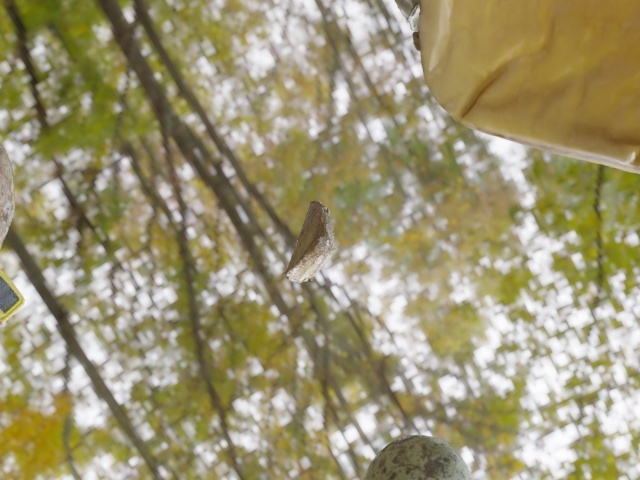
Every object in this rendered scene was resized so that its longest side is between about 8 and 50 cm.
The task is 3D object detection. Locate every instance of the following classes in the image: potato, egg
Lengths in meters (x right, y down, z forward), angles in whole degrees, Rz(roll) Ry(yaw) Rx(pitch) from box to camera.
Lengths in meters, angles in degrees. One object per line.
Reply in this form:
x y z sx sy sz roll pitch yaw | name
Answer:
0.001 0.001 1.326 0.036 0.037 0.093 -32 -151 45 | potato
0.110 0.307 1.633 0.132 0.132 0.172 -11 -121 33 | egg

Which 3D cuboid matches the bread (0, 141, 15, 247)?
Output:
-0.408 -0.028 1.394 0.123 0.230 0.230 19 -131 28 | bread

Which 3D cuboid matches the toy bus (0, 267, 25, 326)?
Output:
-0.258 0.033 1.035 0.058 0.052 0.102 -43 -153 -14 | toy bus

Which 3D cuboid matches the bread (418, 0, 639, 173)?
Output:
0.185 -0.107 0.652 0.288 0.153 0.119 16 -150 28 | bread

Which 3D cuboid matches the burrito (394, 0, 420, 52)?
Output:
0.073 -0.179 0.912 0.087 0.060 0.226 -60 -160 28 | burrito
